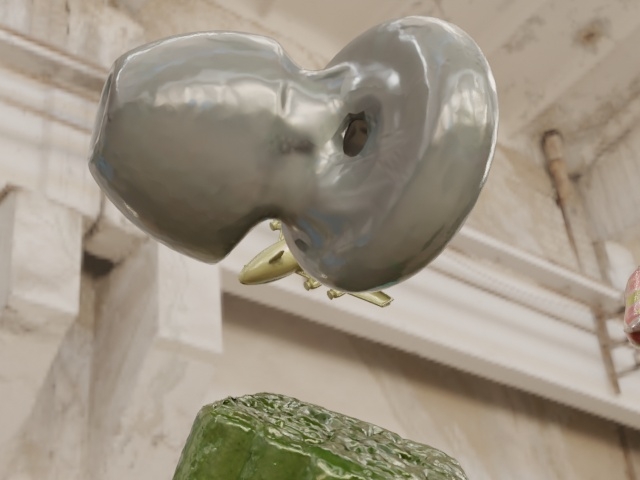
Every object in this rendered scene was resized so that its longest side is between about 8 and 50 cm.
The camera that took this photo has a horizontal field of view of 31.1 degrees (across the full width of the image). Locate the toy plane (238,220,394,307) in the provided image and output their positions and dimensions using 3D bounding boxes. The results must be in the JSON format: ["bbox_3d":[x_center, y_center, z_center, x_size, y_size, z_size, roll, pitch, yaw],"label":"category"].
[{"bbox_3d":[0.000,0.000,1.486,0.244,0.229,0.092,-24,-10,-34],"label":"toy plane"}]

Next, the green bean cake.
[{"bbox_3d":[0.011,0.204,0.894,0.222,0.125,0.248,21,-3,9],"label":"green bean cake"}]

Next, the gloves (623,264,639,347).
[{"bbox_3d":[0.318,0.092,0.955,0.126,0.241,0.145,-13,-67,10],"label":"gloves"}]

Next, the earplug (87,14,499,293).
[{"bbox_3d":[-0.022,-0.073,0.859,0.325,0.214,0.175,2,-19,25],"label":"earplug"}]
